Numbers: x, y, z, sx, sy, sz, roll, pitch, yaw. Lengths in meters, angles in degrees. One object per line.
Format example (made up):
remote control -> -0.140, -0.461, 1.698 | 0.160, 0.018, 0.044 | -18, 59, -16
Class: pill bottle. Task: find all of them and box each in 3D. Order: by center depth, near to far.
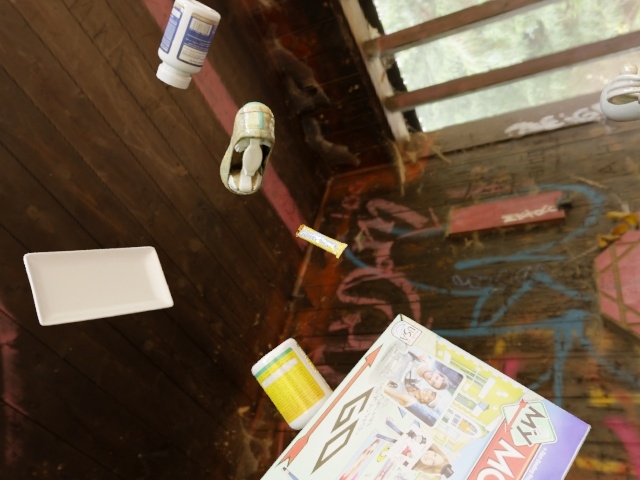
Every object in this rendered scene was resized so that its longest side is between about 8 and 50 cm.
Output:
pill bottle -> -0.200, -0.292, 0.794 | 0.120, 0.067, 0.067 | -61, -17, 22
pill bottle -> -0.044, 0.327, 1.148 | 0.208, 0.117, 0.117 | 52, -154, 10

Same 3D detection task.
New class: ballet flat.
ballet flat -> -0.184, -0.190, 1.339 | 0.349, 0.123, 0.123 | 117, 167, -55

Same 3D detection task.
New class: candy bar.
candy bar -> 0.000, 0.000, 1.366 | 0.040, 0.161, 0.018 | -58, -37, -8

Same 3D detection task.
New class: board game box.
board game box -> 0.069, 0.237, 0.483 | 0.317, 0.213, 0.046 | -45, -34, -26

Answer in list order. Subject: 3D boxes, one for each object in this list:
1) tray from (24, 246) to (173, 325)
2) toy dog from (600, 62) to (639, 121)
tray -> -0.433, 0.087, 1.056 | 0.270, 0.030, 0.145 | -3, -115, -49
toy dog -> 0.584, -0.271, 0.756 | 0.220, 0.333, 0.161 | 7, -94, -60
